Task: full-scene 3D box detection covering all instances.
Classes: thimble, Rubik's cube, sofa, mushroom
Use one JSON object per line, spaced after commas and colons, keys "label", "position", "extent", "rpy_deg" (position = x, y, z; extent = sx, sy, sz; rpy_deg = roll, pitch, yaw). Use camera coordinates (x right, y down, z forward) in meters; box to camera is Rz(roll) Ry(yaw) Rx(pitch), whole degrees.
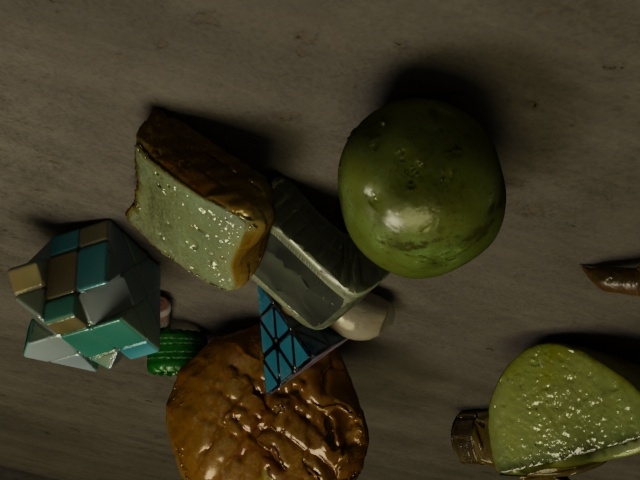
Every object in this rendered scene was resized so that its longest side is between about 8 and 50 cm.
{"label": "thimble", "position": [-0.286, 0.228, 2.120], "extent": [0.118, 0.090, 0.130], "rpy_deg": [-5, 167, 12]}
{"label": "Rubik's cube", "position": [-0.402, 0.104, 1.816], "extent": [0.213, 0.224, 0.265], "rpy_deg": [-18, 143, 16]}
{"label": "sofa", "position": [0.000, 0.000, 1.627], "extent": [0.225, 0.176, 0.210], "rpy_deg": [41, 150, 2]}
{"label": "mushroom", "position": [0.034, 0.115, 1.821], "extent": [0.213, 0.088, 0.097], "rpy_deg": [26, 161, -24]}
{"label": "Rubik's cube", "position": [-0.004, 0.173, 1.830], "extent": [0.191, 0.211, 0.178], "rpy_deg": [-10, -170, -11]}

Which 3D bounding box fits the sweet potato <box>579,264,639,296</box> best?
{"label": "sweet potato", "position": [0.508, 0.058, 1.555], "extent": [0.274, 0.067, 0.067], "rpy_deg": [0, 153, 40]}

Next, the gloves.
{"label": "gloves", "position": [0.442, 0.436, 2.239], "extent": [0.331, 0.154, 0.141], "rpy_deg": [2, 154, 30]}

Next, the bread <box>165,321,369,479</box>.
{"label": "bread", "position": [-0.099, 0.356, 2.003], "extent": [0.398, 0.398, 0.215], "rpy_deg": [6, 166, 7]}

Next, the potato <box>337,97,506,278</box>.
{"label": "potato", "position": [0.127, -0.056, 1.342], "extent": [0.216, 0.215, 0.304], "rpy_deg": [8, 150, 3]}

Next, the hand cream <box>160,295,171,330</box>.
{"label": "hand cream", "position": [-0.323, 0.153, 2.070], "extent": [0.067, 0.043, 0.209], "rpy_deg": [9, 159, -9]}

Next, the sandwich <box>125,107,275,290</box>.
{"label": "sandwich", "position": [-0.178, -0.045, 1.509], "extent": [0.226, 0.087, 0.251], "rpy_deg": [32, 151, 6]}

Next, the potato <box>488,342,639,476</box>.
{"label": "potato", "position": [0.507, 0.296, 1.935], "extent": [0.330, 0.212, 0.280], "rpy_deg": [-25, 156, 34]}
